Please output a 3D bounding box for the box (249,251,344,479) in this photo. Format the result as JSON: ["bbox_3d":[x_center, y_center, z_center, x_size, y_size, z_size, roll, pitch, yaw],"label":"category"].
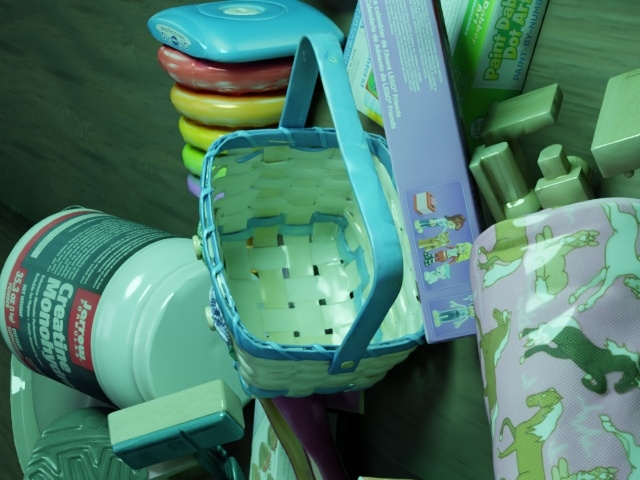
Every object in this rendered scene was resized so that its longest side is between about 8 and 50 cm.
[{"bbox_3d":[-0.024,0.175,1.765,0.063,0.067,0.324,-9,76,63],"label":"box"}]

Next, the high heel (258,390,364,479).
[{"bbox_3d":[-0.019,0.222,1.680,0.082,0.117,0.244,-13,71,62],"label":"high heel"}]

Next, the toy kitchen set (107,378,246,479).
[{"bbox_3d":[-0.102,0.263,1.795,0.122,0.207,0.166,-19,57,12],"label":"toy kitchen set"}]

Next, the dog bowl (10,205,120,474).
[{"bbox_3d":[-0.277,0.135,2.242,0.349,0.102,0.348,-25,61,59],"label":"dog bowl"}]

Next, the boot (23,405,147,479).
[{"bbox_3d":[-0.249,0.446,1.977,0.445,0.146,0.367,103,162,-51],"label":"boot"}]

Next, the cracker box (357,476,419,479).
[{"bbox_3d":[0.049,0.340,1.569,0.155,0.067,0.232,59,135,51],"label":"cracker box"}]

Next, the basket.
[{"bbox_3d":[0.000,0.000,1.578,0.289,0.201,0.254,114,149,-51],"label":"basket"}]

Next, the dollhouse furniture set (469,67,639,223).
[{"bbox_3d":[0.205,-0.040,1.346,0.151,0.123,0.144,-17,24,25],"label":"dollhouse furniture set"}]

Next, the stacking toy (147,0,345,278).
[{"bbox_3d":[-0.083,-0.092,1.899,0.175,0.166,0.301,30,125,52],"label":"stacking toy"}]

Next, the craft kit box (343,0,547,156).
[{"bbox_3d":[0.111,-0.209,1.614,0.246,0.061,0.250,-134,57,-61],"label":"craft kit box"}]

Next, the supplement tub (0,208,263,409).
[{"bbox_3d":[-0.195,0.080,1.922,0.272,0.191,0.191,16,97,47],"label":"supplement tub"}]

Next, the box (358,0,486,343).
[{"bbox_3d":[0.085,-0.076,1.422,0.201,0.057,0.293,-20,-81,-84],"label":"box"}]

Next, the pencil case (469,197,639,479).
[{"bbox_3d":[0.196,0.165,1.208,0.160,0.167,0.386,104,163,-66],"label":"pencil case"}]
